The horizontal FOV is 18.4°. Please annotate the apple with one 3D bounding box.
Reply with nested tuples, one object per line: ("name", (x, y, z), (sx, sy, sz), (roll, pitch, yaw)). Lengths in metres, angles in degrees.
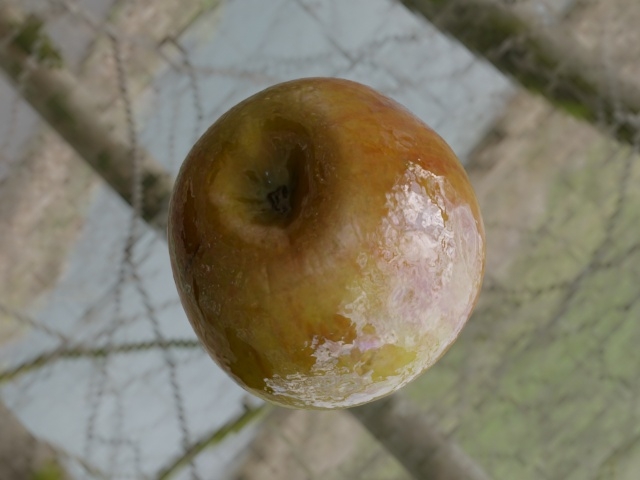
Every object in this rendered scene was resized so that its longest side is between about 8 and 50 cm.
("apple", (0.000, 0.000, 1.672), (0.286, 0.286, 0.233), (-44, 141, -4))
